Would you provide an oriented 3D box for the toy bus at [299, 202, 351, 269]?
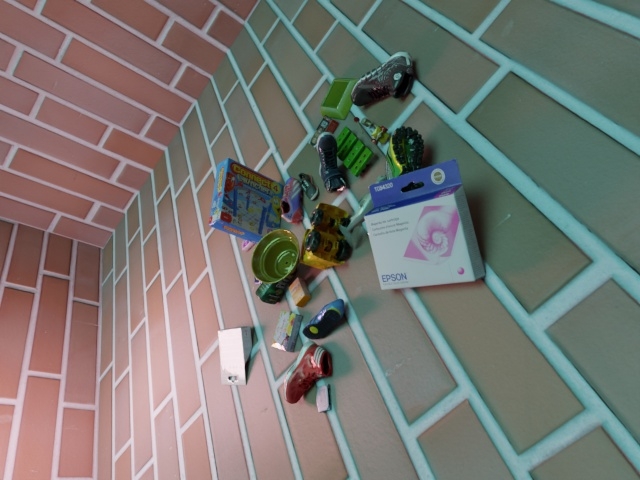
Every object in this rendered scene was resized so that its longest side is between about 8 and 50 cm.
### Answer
[{"bbox_3d":[0.000,0.000,1.756,0.211,0.150,0.220,-34,43,57],"label":"toy bus"}]

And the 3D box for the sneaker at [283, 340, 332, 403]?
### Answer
[{"bbox_3d":[-0.041,0.457,1.592,0.128,0.087,0.221,15,84,54],"label":"sneaker"}]

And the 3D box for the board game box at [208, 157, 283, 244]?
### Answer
[{"bbox_3d":[-0.314,-0.158,2.063,0.086,0.308,0.301,-23,56,41],"label":"board game box"}]

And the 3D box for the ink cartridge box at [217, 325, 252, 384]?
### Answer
[{"bbox_3d":[-0.358,0.485,2.009,0.189,0.066,0.232,-17,80,45],"label":"ink cartridge box"}]

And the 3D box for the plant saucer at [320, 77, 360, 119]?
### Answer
[{"bbox_3d":[0.078,-0.621,2.048,0.188,0.045,0.188,30,96,53],"label":"plant saucer"}]

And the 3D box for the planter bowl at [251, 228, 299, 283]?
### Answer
[{"bbox_3d":[-0.148,0.072,1.791,0.217,0.090,0.217,-14,60,26],"label":"planter bowl"}]

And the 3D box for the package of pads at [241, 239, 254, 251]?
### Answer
[{"bbox_3d":[-0.336,0.009,2.229,0.083,0.032,0.050,-43,42,28],"label":"package of pads"}]

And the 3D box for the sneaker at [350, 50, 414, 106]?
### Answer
[{"bbox_3d":[0.234,-0.568,1.784,0.281,0.107,0.162,-35,50,34],"label":"sneaker"}]

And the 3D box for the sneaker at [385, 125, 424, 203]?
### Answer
[{"bbox_3d":[0.280,-0.183,1.535,0.146,0.134,0.343,109,162,-72],"label":"sneaker"}]

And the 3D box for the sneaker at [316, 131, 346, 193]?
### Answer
[{"bbox_3d":[0.044,-0.284,1.810,0.226,0.086,0.163,84,170,-47],"label":"sneaker"}]

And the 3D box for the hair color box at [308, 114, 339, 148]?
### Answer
[{"bbox_3d":[0.013,-0.461,2.043,0.141,0.043,0.072,-58,39,12],"label":"hair color box"}]

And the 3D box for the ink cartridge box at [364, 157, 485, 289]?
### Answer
[{"bbox_3d":[0.274,-0.032,1.362,0.324,0.072,0.329,-14,92,47],"label":"ink cartridge box"}]

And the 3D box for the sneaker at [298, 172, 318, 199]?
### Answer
[{"bbox_3d":[-0.062,-0.228,1.994,0.061,0.065,0.157,-49,40,22],"label":"sneaker"}]

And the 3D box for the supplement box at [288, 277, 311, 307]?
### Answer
[{"bbox_3d":[-0.079,0.198,1.814,0.062,0.036,0.098,-49,40,21],"label":"supplement box"}]

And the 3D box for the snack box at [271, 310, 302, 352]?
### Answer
[{"bbox_3d":[-0.127,0.342,1.796,0.100,0.037,0.141,1,72,52],"label":"snack box"}]

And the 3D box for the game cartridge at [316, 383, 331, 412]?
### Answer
[{"bbox_3d":[0.010,0.516,1.556,0.056,0.017,0.083,-29,51,35],"label":"game cartridge"}]

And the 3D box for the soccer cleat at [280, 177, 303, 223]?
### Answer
[{"bbox_3d":[-0.130,-0.182,2.028,0.083,0.095,0.247,-34,48,36],"label":"soccer cleat"}]

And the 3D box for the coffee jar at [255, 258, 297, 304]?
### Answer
[{"bbox_3d":[-0.175,0.162,1.900,0.079,0.096,0.184,45,108,43],"label":"coffee jar"}]

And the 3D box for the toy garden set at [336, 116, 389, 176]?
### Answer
[{"bbox_3d":[0.156,-0.377,1.826,0.203,0.049,0.244,-54,38,19],"label":"toy garden set"}]

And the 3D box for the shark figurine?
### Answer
[{"bbox_3d":[0.178,-0.097,1.611,0.278,0.116,0.166,-54,6,1],"label":"shark figurine"}]

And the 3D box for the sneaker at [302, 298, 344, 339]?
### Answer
[{"bbox_3d":[0.015,0.272,1.651,0.209,0.069,0.082,-47,8,37],"label":"sneaker"}]

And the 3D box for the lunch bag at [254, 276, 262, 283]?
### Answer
[{"bbox_3d":[-0.231,0.150,2.002,0.099,0.065,0.067,-12,78,46],"label":"lunch bag"}]
